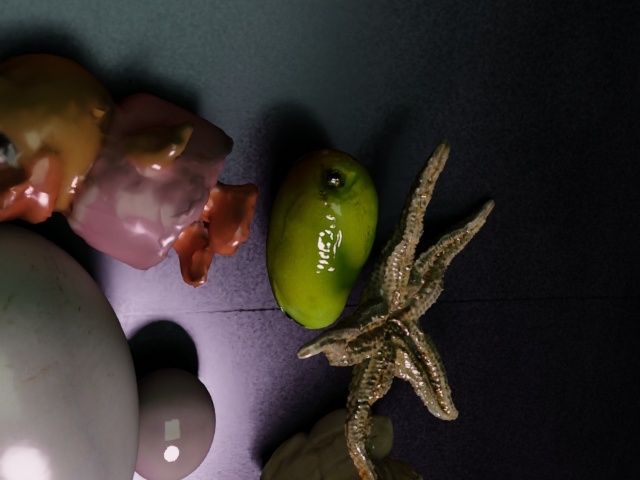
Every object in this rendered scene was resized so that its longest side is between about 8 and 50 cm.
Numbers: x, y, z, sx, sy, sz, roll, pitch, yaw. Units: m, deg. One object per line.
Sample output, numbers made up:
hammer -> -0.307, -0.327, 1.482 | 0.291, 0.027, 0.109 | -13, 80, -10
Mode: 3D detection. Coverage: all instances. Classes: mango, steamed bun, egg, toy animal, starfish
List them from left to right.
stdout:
egg -> -0.286, 0.151, 0.841 | 0.230, 0.230, 0.371 | -16, 125, -11
toy animal -> -0.202, -0.073, 0.801 | 0.281, 0.169, 0.195 | 18, 142, -27
egg -> -0.166, 0.202, 0.979 | 0.103, 0.103, 0.135 | 0, 116, -19
mango -> 0.000, 0.000, 0.929 | 0.111, 0.125, 0.233 | 20, 141, 13
steamed bun -> 0.034, 0.296, 1.064 | 0.192, 0.177, 0.106 | -47, 130, -8
starfish -> 0.093, 0.086, 0.970 | 0.358, 0.078, 0.347 | -47, 133, -37
